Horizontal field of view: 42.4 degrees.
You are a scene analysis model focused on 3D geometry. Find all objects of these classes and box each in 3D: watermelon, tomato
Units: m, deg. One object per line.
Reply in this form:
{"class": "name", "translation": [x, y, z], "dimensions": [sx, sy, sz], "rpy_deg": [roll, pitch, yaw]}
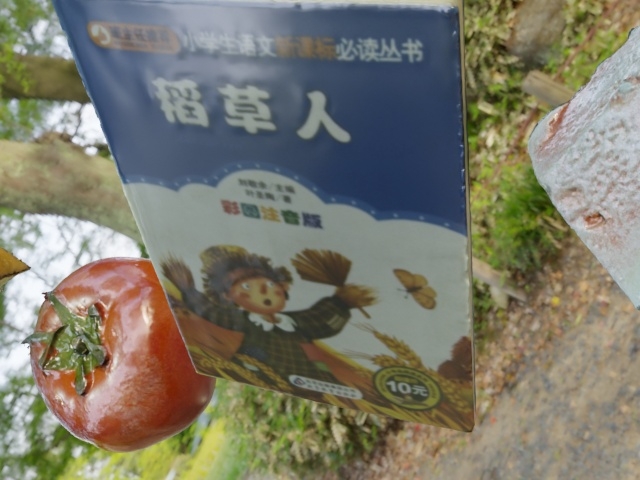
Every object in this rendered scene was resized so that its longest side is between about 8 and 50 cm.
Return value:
{"class": "watermelon", "translation": [0.296, -0.045, 0.777], "dimensions": [0.320, 0.214, 0.289], "rpy_deg": [67, -142, -49]}
{"class": "tomato", "translation": [-0.343, 0.206, 1.475], "dimensions": [0.273, 0.341, 0.341], "rpy_deg": [28, -93, -58]}

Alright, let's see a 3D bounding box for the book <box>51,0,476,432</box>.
{"class": "book", "translation": [-0.022, -0.008, 0.673], "dimensions": [0.039, 0.300, 0.428], "rpy_deg": [-61, -30, -41]}

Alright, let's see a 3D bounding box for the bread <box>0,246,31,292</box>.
{"class": "bread", "translation": [-0.599, 0.127, 1.285], "dimensions": [0.248, 0.279, 0.315], "rpy_deg": [-32, 54, 15]}
